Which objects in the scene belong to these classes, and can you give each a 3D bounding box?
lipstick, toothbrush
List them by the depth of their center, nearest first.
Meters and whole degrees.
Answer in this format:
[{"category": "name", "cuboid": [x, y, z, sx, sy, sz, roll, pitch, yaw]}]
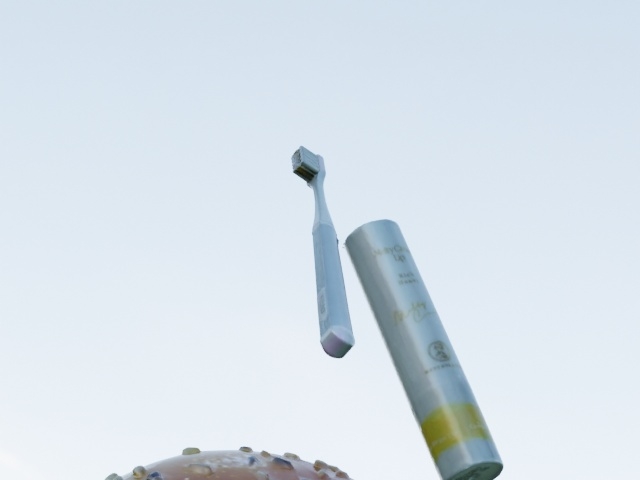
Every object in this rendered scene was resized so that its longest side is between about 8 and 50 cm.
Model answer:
[{"category": "toothbrush", "cuboid": [0.002, 0.001, 1.319, 0.030, 0.342, 0.025, 32, -69, -21]}, {"category": "lipstick", "cuboid": [0.089, 0.098, 1.388, 0.059, 0.264, 0.059, -16, -31, -10]}]

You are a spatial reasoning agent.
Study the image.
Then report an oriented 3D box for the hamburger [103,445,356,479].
[{"category": "hamburger", "cuboid": [-0.022, 0.232, 0.726, 0.300, 0.300, 0.176, 27, -52, 6]}]
